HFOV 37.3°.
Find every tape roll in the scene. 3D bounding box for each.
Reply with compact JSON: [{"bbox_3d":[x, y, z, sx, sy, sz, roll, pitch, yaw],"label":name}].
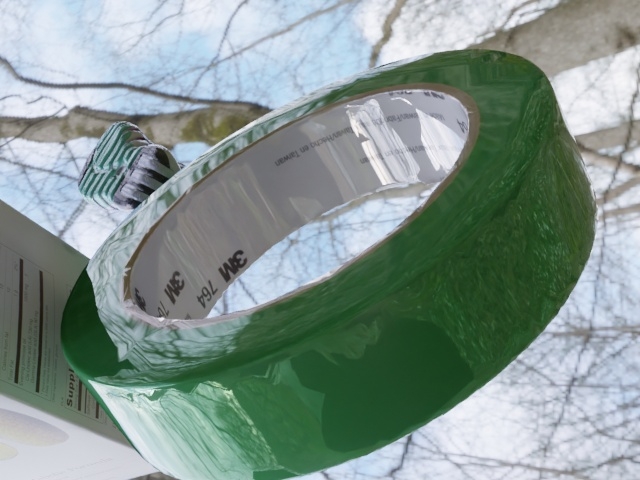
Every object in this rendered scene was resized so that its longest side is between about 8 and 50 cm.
[{"bbox_3d":[0.000,0.000,0.574,0.321,0.321,0.077,-46,-61,-31],"label":"tape roll"}]

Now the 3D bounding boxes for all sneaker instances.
[{"bbox_3d":[-0.152,-0.044,0.863,0.098,0.223,0.083,33,-90,-29],"label":"sneaker"}]

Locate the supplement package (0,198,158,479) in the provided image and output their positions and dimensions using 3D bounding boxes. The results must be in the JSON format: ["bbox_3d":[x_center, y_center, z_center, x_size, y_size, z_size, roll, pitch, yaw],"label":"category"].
[{"bbox_3d":[-0.222,0.083,0.659,0.244,0.139,0.134,45,-149,-55],"label":"supplement package"}]
